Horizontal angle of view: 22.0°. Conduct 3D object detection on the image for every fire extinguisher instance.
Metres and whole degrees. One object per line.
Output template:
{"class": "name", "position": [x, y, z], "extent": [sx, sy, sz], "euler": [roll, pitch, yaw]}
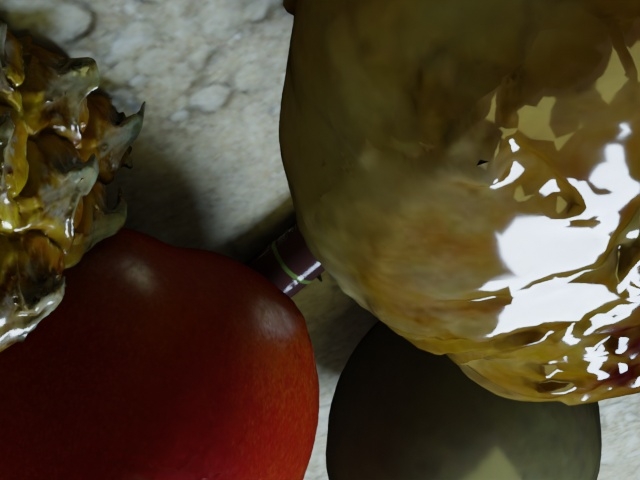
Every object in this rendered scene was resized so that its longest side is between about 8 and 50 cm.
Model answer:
{"class": "fire extinguisher", "position": [0.000, 0.000, 1.039], "extent": [0.132, 0.039, 0.056], "euler": [-40, 173, 23]}

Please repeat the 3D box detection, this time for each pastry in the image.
{"class": "pastry", "position": [0.167, -0.097, 0.815], "extent": [0.409, 0.245, 0.409], "euler": [-12, 146, -8]}

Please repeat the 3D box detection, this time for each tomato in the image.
{"class": "tomato", "position": [-0.139, 0.133, 0.968], "extent": [0.298, 0.226, 0.298], "euler": [-5, 150, -3]}

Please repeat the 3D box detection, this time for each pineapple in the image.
{"class": "pineapple", "position": [-0.227, -0.021, 0.791], "extent": [0.334, 0.158, 0.161], "euler": [-5, 141, -20]}

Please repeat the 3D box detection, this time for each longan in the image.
{"class": "longan", "position": [0.098, 0.132, 1.134], "extent": [0.196, 0.196, 0.220], "euler": [-20, 150, -2]}
